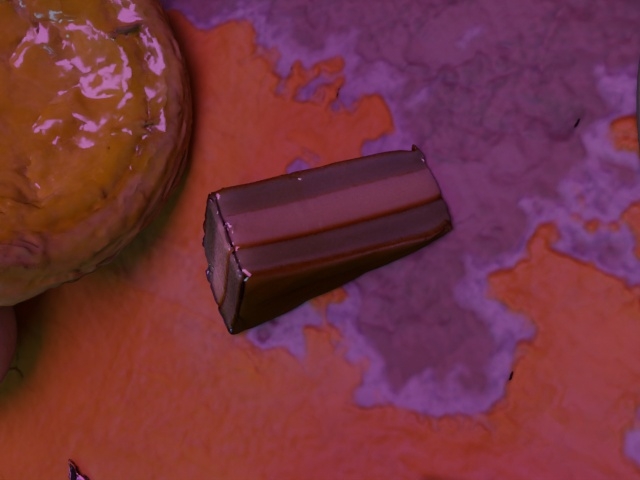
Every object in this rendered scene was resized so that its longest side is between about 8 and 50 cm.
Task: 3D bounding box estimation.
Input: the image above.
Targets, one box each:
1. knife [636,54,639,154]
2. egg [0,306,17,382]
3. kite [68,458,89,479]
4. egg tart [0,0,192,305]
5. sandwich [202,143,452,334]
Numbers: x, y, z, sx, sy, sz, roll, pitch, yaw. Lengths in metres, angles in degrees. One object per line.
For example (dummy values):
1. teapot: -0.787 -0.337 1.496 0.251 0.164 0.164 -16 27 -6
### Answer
1. knife: 0.233 -0.171 0.590 0.043 0.020 0.293 0 86 24
2. egg: -0.342 0.071 0.715 0.209 0.151 0.151 7 82 27
3. kite: -0.139 0.269 0.672 0.183 0.014 0.241 -48 66 6
4. egg tart: -0.270 -0.114 0.661 0.132 0.345 0.345 -9 74 53
5. sandwich: 0.000 0.000 0.666 0.163 0.113 0.079 -16 70 -18
